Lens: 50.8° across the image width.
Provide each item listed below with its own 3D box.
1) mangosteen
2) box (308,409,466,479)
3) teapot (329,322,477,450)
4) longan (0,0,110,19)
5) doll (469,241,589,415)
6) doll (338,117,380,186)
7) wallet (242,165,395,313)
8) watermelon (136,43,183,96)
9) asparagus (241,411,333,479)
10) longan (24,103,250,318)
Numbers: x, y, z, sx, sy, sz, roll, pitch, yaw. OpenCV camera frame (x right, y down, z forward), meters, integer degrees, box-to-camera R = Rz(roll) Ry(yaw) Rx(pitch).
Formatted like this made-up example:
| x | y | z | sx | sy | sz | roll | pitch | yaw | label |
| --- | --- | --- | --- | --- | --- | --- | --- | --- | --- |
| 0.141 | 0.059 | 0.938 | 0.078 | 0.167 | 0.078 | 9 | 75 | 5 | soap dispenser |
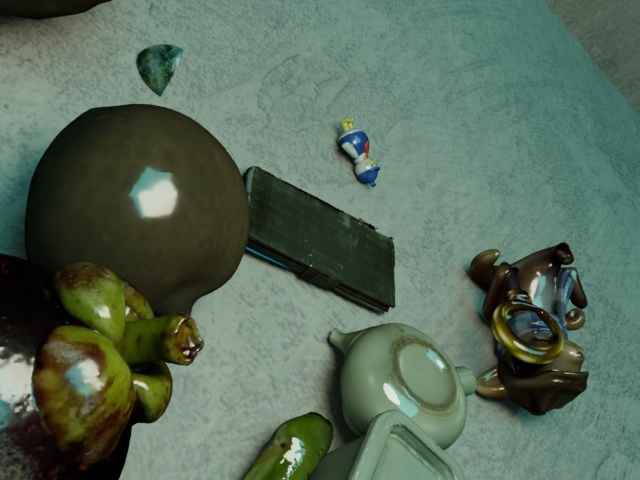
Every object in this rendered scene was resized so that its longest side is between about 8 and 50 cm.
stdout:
| x | y | z | sx | sy | sz | roll | pitch | yaw | label |
| --- | --- | --- | --- | --- | --- | --- | --- | --- | --- |
| -0.297 | 0.138 | 0.632 | 0.297 | 0.297 | 0.313 | 45 | 55 | -9 | mangosteen |
| 0.038 | 0.388 | 0.840 | 0.175 | 0.182 | 0.312 | 44 | 45 | -11 | box |
| 0.160 | 0.246 | 1.053 | 0.318 | 0.149 | 0.220 | 22 | 43 | -27 | teapot |
| -0.377 | -0.494 | 0.878 | 0.404 | 0.404 | 0.436 | 41 | 43 | -13 | longan |
| 0.418 | 0.154 | 1.286 | 0.318 | 0.209 | 0.339 | 27 | 52 | -21 | doll |
| 0.076 | -0.168 | 1.308 | 0.099 | 0.058 | 0.143 | -10 | 76 | -59 | doll |
| -0.001 | 0.000 | 1.147 | 0.317 | 0.044 | 0.169 | 26 | 46 | -28 | wallet |
| -0.252 | -0.285 | 1.103 | 0.085 | 0.085 | 0.061 | 59 | 9 | 6 | watermelon |
| -0.096 | 0.348 | 0.826 | 0.343 | 0.085 | 0.082 | -47 | 112 | -40 | asparagus |
| -0.219 | -0.029 | 0.839 | 0.300 | 0.243 | 0.300 | 11 | 71 | -32 | longan |
